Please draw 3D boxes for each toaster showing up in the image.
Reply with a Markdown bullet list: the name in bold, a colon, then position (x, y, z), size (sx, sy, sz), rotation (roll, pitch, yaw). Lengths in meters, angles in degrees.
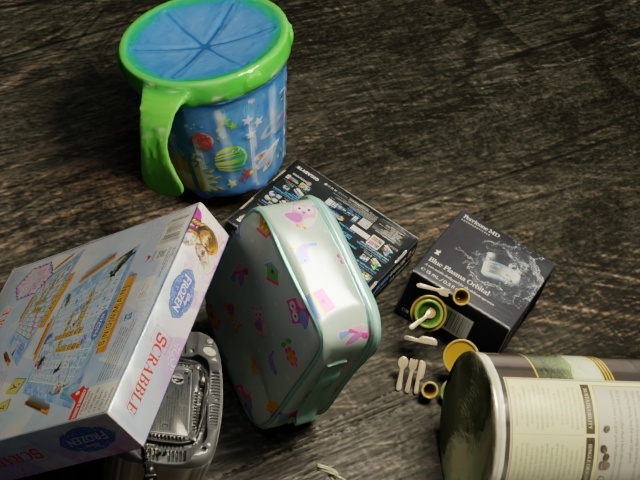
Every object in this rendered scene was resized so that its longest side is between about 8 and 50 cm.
- **toaster**: position (-0.186, 0.221, 1.620), size (0.129, 0.146, 0.227), rotation (7, 47, -10)

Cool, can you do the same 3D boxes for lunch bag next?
- **lunch bag**: position (-0.037, 0.096, 1.693), size (0.107, 0.279, 0.224), rotation (-17, 67, -29)

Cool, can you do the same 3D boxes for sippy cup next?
- **sippy cup**: position (-0.143, -0.189, 1.927), size (0.305, 0.224, 0.240), rotation (-26, 43, -19)

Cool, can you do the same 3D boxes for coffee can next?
- **coffee can**: position (0.308, 0.240, 1.717), size (0.275, 0.201, 0.202), rotation (3, 49, -14)

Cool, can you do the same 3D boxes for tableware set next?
- **tableware set**: position (0.160, 0.136, 1.823), size (0.104, 0.024, 0.154), rotation (12, 89, -4)

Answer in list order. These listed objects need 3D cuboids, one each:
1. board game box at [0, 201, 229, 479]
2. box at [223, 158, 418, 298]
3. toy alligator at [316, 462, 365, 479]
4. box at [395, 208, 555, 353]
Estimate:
- **board game box**: position (-0.284, 0.124, 1.592), size (0.066, 0.318, 0.319), rotation (51, 38, -29)
- **box**: position (0.000, 0.000, 1.940), size (0.220, 0.051, 0.175), rotation (34, 49, 14)
- **toy alligator**: position (0.075, 0.324, 1.678), size (0.189, 0.056, 0.051), rotation (20, 87, 1)
- **box**: position (0.213, 0.064, 1.921), size (0.156, 0.093, 0.158), rotation (32, 47, 12)
